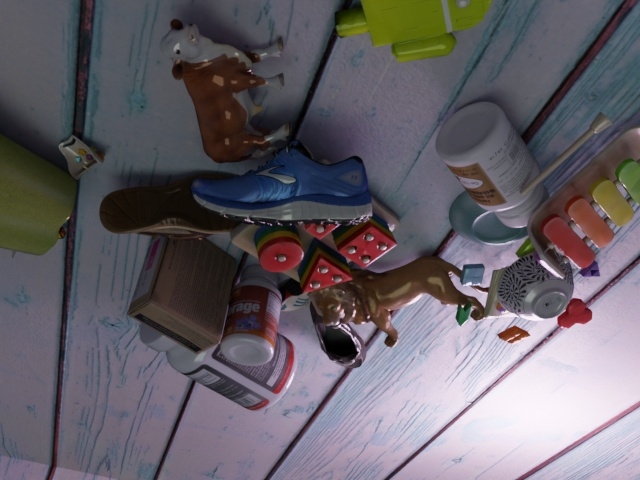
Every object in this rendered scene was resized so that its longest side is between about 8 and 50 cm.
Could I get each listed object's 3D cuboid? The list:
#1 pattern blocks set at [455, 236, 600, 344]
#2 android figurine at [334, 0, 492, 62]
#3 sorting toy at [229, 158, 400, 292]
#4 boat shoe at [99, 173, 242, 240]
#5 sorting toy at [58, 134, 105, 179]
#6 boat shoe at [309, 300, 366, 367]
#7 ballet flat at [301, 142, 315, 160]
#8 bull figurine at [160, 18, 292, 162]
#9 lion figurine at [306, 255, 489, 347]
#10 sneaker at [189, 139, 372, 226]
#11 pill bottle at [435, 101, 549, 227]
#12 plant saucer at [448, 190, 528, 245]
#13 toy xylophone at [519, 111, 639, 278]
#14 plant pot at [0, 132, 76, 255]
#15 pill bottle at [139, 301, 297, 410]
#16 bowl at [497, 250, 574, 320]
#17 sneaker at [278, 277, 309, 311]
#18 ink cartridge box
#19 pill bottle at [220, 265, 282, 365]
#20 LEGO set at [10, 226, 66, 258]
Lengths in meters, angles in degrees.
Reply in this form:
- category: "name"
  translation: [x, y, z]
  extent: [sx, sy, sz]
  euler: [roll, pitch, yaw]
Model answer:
- category: "pattern blocks set"
  translation: [0.453, 0.115, 1.493]
  extent: [0.325, 0.026, 0.285]
  euler: [-11, 125, -5]
- category: "android figurine"
  translation: [0.143, -0.380, 1.019]
  extent: [0.273, 0.056, 0.248]
  euler: [-5, 138, 16]
- category: "sorting toy"
  translation: [0.000, 0.000, 1.378]
  extent: [0.255, 0.089, 0.257]
  euler: [-37, 136, 21]
- category: "boat shoe"
  translation: [-0.273, -0.058, 1.429]
  extent: [0.342, 0.123, 0.123]
  euler: [-6, 170, 0]
- category: "sorting toy"
  translation: [-0.477, -0.173, 1.361]
  extent: [0.083, 0.044, 0.075]
  euler: [-23, 124, 31]
- category: "boat shoe"
  translation: [0.041, 0.254, 1.744]
  extent: [0.112, 0.095, 0.335]
  euler: [-7, 138, 14]
- category: "ballet flat"
  translation: [-0.022, -0.118, 1.349]
  extent: [0.057, 0.052, 0.168]
  euler: [-12, 137, 21]
- category: "bull figurine"
  translation: [-0.152, -0.253, 1.170]
  extent: [0.189, 0.101, 0.310]
  euler: [-3, 144, 2]
- category: "lion figurine"
  translation: [0.184, 0.112, 1.553]
  extent: [0.392, 0.142, 0.240]
  euler: [-25, 124, 13]
- category: "sneaker"
  translation: [-0.071, -0.102, 1.233]
  extent: [0.330, 0.147, 0.130]
  euler: [0, 175, 8]
- category: "pill bottle"
  translation: [0.316, -0.127, 1.230]
  extent: [0.131, 0.131, 0.229]
  euler: [-23, 133, 30]
- category: "plant saucer"
  translation: [0.361, -0.041, 1.399]
  extent: [0.195, 0.037, 0.195]
  euler: [4, 139, 3]
- category: "toy xylophone"
  translation: [0.482, -0.083, 1.203]
  extent: [0.236, 0.081, 0.322]
  euler: [22, 116, -41]
- category: "plant pot"
  translation: [-0.632, -0.093, 1.332]
  extent: [0.254, 0.276, 0.276]
  euler: [26, 137, -38]
- category: "pill bottle"
  translation: [-0.249, 0.261, 1.707]
  extent: [0.210, 0.210, 0.363]
  euler: [-28, 129, 34]
- category: "bowl"
  translation: [0.462, 0.112, 1.427]
  extent: [0.170, 0.080, 0.170]
  euler: [-6, 125, -9]
- category: "sneaker"
  translation: [-0.048, 0.127, 1.651]
  extent: [0.075, 0.057, 0.161]
  euler: [17, 140, -41]
- category: "ink cartridge box"
  translation: [-0.296, 0.099, 1.502]
  extent: [0.088, 0.234, 0.193]
  euler: [-29, 127, 34]
- category: "pill bottle"
  translation: [-0.154, 0.168, 1.578]
  extent: [0.121, 0.216, 0.121]
  euler: [4, 139, 3]
- category: "LEGO set"
  translation: [-0.692, -0.058, 1.511]
  extent: [0.183, 0.060, 0.244]
  euler: [-24, 129, 33]
